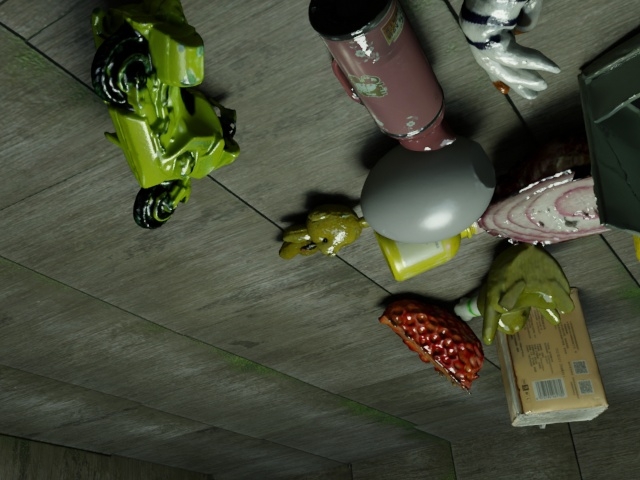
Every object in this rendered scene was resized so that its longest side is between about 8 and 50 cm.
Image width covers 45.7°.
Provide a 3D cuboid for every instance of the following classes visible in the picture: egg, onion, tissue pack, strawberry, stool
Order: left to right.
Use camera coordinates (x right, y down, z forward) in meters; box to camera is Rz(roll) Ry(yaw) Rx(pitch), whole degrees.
[{"bbox_3d":[0.171,-0.082,1.257,0.232,0.176,0.176,-20,150,40],"label":"egg"},{"bbox_3d":[0.287,0.231,1.884,0.150,0.280,0.253,-48,179,-5],"label":"strawberry"},{"bbox_3d":[0.557,0.304,1.907,0.238,0.305,0.238,-5,154,-3],"label":"tissue pack"},{"bbox_3d":[0.407,-0.097,1.324,0.280,0.146,0.314,-10,160,24],"label":"onion"},{"bbox_3d":[0.523,-0.160,1.055,0.170,0.270,0.243,17,152,-31],"label":"stool"}]

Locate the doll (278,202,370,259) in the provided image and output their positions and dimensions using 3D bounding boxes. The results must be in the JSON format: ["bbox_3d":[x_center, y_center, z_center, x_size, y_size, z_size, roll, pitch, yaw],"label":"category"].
[{"bbox_3d":[0.000,0.000,1.464,0.137,0.097,0.209,4,156,-29],"label":"doll"}]

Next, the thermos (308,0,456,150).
[{"bbox_3d":[0.088,-0.221,1.053,0.136,0.109,0.330,-17,150,18],"label":"thermos"}]

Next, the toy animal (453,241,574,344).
[{"bbox_3d":[0.431,0.142,1.715,0.181,0.180,0.363,-8,154,-7],"label":"toy animal"}]

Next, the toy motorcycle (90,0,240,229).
[{"bbox_3d":[-0.202,-0.172,1.034,0.142,0.206,0.342,21,146,17],"label":"toy motorcycle"}]

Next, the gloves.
[{"bbox_3d":[0.235,-0.272,0.967,0.131,0.140,0.219,0,146,-4],"label":"gloves"}]

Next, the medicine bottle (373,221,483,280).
[{"bbox_3d":[0.219,-0.016,1.448,0.212,0.122,0.122,-23,150,1],"label":"medicine bottle"}]

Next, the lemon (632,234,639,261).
[{"bbox_3d":[0.712,-0.011,1.414,0.245,0.245,0.320,-18,149,21],"label":"lemon"}]
